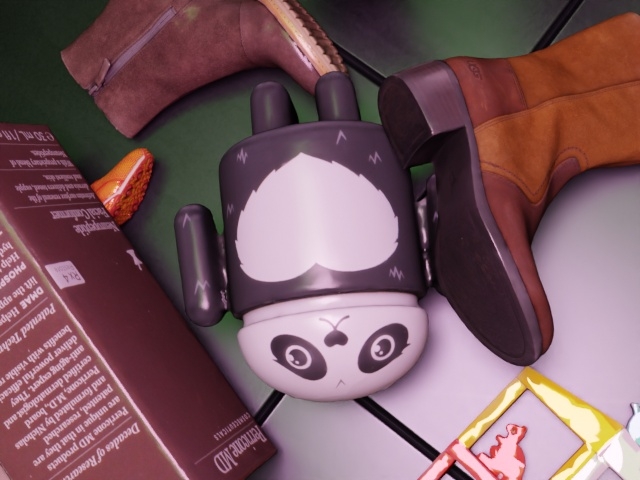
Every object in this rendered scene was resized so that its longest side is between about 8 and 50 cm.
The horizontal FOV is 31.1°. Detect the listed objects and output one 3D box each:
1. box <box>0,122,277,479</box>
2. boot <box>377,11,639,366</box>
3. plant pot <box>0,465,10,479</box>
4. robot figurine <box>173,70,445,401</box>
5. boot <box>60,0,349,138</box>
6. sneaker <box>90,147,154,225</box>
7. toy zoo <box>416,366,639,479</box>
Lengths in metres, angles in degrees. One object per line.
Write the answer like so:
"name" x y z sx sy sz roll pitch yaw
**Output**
"box" -0.218 0.083 0.979 0.143 0.191 0.381 -36 85 13
"boot" 0.213 -0.051 0.973 0.280 0.096 0.264 -16 71 -28
"plant pot" -0.250 0.332 0.970 0.274 0.256 0.256 41 90 -1
"robot figurine" 0.002 -0.001 0.993 0.209 0.173 0.278 -17 75 42
"boot" -0.113 -0.171 1.110 0.207 0.090 0.248 -47 76 13
"sneaker" -0.227 -0.025 1.101 0.067 0.064 0.175 41 90 11
"toy zoo" 0.179 0.246 0.990 0.192 0.030 0.293 43 90 15
